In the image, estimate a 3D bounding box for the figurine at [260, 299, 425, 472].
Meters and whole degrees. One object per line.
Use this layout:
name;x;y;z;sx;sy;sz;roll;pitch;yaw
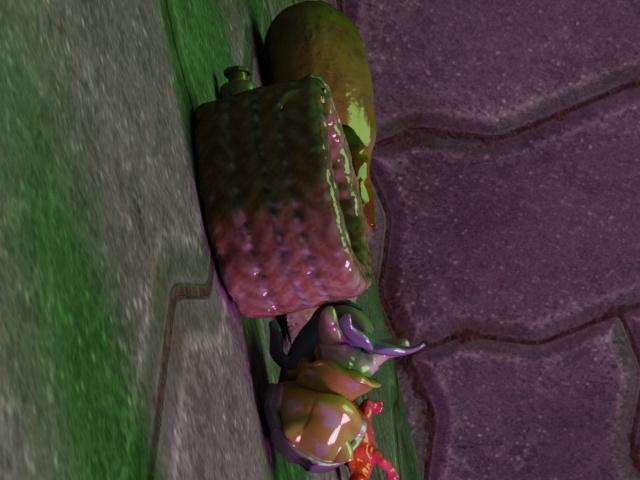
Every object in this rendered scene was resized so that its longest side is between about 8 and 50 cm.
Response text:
figurine;0.011;0.143;1.744;0.208;0.128;0.184;-42;-146;48

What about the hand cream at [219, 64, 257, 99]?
hand cream;-0.085;-0.093;1.887;0.067;0.043;0.210;72;12;-74

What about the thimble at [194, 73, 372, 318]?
thimble;-0.039;-0.042;1.697;0.196;0.148;0.229;-65;140;-78

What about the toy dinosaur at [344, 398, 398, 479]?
toy dinosaur;0.028;0.233;2.337;0.139;0.070;0.286;34;37;-49

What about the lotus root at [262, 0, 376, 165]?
lotus root;0.002;-0.186;2.397;0.169;0.151;0.343;96;-13;-65

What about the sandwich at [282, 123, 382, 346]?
sandwich;-0.005;0.001;1.933;0.254;0.099;0.289;-149;-131;-72
